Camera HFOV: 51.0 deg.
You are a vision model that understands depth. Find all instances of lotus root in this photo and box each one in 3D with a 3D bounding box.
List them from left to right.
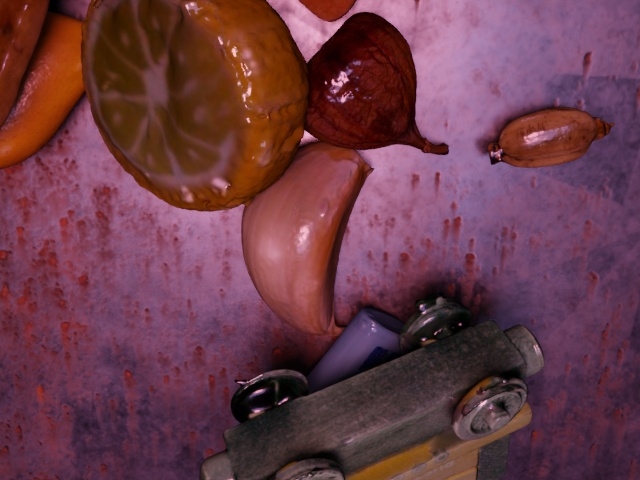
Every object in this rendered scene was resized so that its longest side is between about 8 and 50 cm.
[{"bbox_3d":[0.265,-0.121,0.769,0.151,0.063,0.072,-10,144,0],"label":"lotus root"}]

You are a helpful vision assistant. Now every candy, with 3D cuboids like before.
[{"bbox_3d":[-0.133,-0.154,0.686,0.260,0.118,0.260,20,126,30],"label":"candy"}]

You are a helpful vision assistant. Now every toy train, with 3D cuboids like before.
[{"bbox_3d":[0.068,0.226,0.763,0.397,0.160,0.253,-21,134,-11],"label":"toy train"}]

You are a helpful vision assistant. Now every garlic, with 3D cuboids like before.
[{"bbox_3d":[-0.012,0.006,0.786,0.164,0.145,0.245,-6,112,-31],"label":"garlic"}]

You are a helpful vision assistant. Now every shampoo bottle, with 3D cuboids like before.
[{"bbox_3d":[0.012,0.202,0.854,0.104,0.061,0.258,24,109,-44],"label":"shampoo bottle"}]

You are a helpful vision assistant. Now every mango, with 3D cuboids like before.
[{"bbox_3d":[-0.338,-0.170,0.730,0.217,0.102,0.141,-33,73,-1],"label":"mango"}]

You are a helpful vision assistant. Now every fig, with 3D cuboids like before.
[{"bbox_3d":[0.063,-0.138,0.738,0.146,0.134,0.201,-37,112,19],"label":"fig"}]

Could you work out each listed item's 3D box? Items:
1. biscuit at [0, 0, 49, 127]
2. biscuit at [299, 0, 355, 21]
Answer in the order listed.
[{"bbox_3d":[-0.428,-0.219,0.681,0.359,0.046,0.359,-2,82,15],"label":"biscuit"},{"bbox_3d":[-0.067,-0.371,0.678,0.306,0.043,0.284,7,129,8],"label":"biscuit"}]
